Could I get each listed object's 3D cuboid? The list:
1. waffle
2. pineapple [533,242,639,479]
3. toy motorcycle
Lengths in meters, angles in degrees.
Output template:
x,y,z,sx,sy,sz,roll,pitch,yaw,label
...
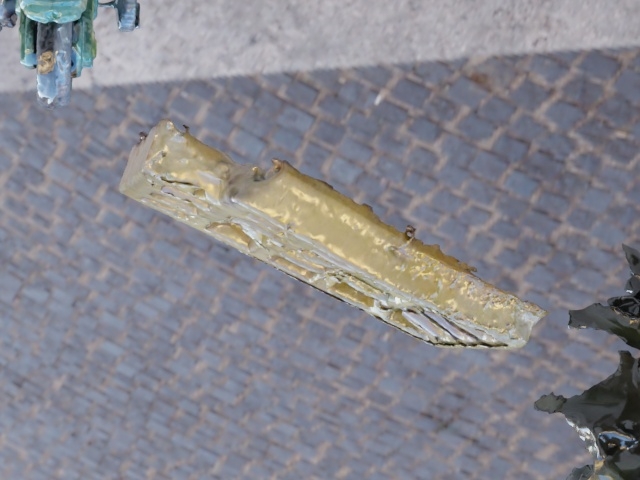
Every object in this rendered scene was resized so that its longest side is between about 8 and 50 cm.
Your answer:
x,y,z,sx,sy,sz,roll,pitch,yaw,label
0.000,0.000,0.433,0.135,0.021,0.092,27,171,-12,waffle
0.142,0.122,0.485,0.125,0.125,0.251,1,107,26,pineapple
-0.179,-0.241,0.931,0.109,0.296,0.198,1,149,-10,toy motorcycle
